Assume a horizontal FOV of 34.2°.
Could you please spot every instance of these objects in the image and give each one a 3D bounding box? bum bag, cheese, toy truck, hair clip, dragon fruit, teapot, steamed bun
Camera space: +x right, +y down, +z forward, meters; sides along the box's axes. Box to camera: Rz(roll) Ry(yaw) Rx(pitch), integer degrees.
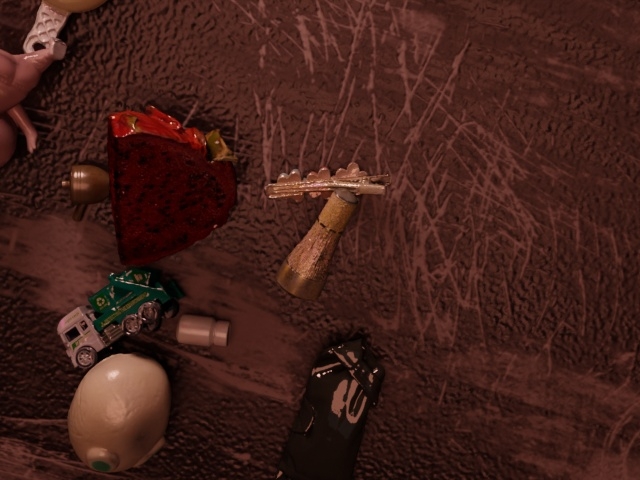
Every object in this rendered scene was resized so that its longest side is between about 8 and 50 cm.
[{"bbox_3d":[0.025,0.320,1.823,0.142,0.080,0.326,21,105,7],"label":"bum bag"},{"bbox_3d":[-0.433,-0.427,1.706,0.249,0.071,0.163,-42,96,11],"label":"cheese"},{"bbox_3d":[-0.350,0.124,1.797,0.216,0.110,0.116,-34,84,10],"label":"toy truck"},{"bbox_3d":[0.013,-0.097,1.754,0.214,0.056,0.062,0,118,12],"label":"hair clip"},{"bbox_3d":[-0.248,-0.118,1.724,0.205,0.152,0.317,-5,139,-15],"label":"dragon fruit"},{"bbox_3d":[-0.403,-0.084,1.787,0.080,0.085,0.110,1,131,-12],"label":"teapot"},{"bbox_3d":[-0.336,0.308,1.785,0.131,0.177,0.228,45,122,39],"label":"steamed bun"}]

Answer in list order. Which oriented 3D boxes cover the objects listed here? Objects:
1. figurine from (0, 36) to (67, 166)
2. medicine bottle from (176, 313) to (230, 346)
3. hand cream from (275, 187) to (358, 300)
[{"bbox_3d":[-0.550,-0.240,1.716,0.186,0.176,0.287,42,111,37],"label":"figurine"},{"bbox_3d":[-0.203,0.158,1.815,0.089,0.052,0.052,7,102,3],"label":"medicine bottle"},{"bbox_3d":[0.000,0.000,1.737,0.084,0.084,0.203,27,113,-2],"label":"hand cream"}]
